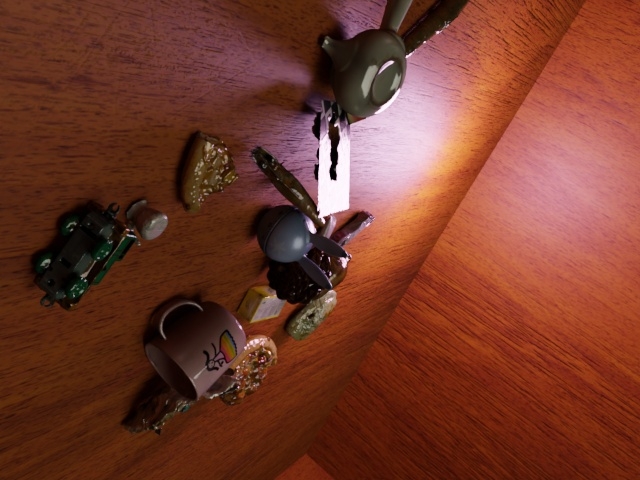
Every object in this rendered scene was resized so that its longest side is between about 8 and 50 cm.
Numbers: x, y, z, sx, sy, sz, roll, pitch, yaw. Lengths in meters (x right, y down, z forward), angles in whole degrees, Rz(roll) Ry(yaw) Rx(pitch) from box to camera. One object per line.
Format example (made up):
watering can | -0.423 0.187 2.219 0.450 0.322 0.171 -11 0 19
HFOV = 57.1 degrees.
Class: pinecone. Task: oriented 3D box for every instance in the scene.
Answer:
pinecone | -0.055 0.095 1.780 0.208 0.208 0.207 -43 157 -24

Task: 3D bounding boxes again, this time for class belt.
belt | 0.114 -0.040 2.124 0.232 0.053 0.071 -39 154 -32

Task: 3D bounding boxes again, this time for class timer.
timer | -0.049 0.001 1.600 0.175 0.256 0.175 24 90 -89

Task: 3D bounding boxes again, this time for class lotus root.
lotus root | 0.007 0.116 2.034 0.260 0.128 0.145 -33 172 -23

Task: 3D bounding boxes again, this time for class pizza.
pizza | -0.268 0.444 2.018 0.277 0.114 0.409 -59 156 0
pizza | -0.229 -0.139 1.245 0.161 0.062 0.182 -18 139 -58

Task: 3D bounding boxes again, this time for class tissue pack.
tissue pack | -0.179 0.197 1.868 0.095 0.062 0.176 -61 157 14

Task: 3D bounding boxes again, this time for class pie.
pie | -0.025 0.292 2.299 0.248 0.090 0.201 -46 161 -9

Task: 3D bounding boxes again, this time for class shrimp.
shrimp | -0.085 -0.143 1.480 0.058 0.169 0.296 -42 124 -1

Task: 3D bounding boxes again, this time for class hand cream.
hand cream | 0.000 0.000 1.960 0.186 0.054 0.087 -59 163 -5

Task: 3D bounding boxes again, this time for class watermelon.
watermelon | 0.114 -0.348 1.566 0.125 0.094 0.135 84 28 -57

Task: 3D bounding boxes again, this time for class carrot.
carrot | 0.311 -0.601 1.651 0.342 0.070 0.070 -46 158 -14

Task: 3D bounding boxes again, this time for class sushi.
sushi | 0.017 -0.213 1.533 0.264 0.050 0.289 -27 119 -68

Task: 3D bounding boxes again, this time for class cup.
cup | -0.326 0.252 1.521 0.200 0.192 0.252 -43 124 -34

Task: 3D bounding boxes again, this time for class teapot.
teapot | -0.347 -0.034 1.157 0.083 0.064 0.064 -51 166 8
teapot | 0.140 -0.443 1.418 0.318 0.149 0.220 -42 148 -23

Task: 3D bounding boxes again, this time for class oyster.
oyster | -0.395 0.438 1.657 0.355 0.107 0.201 -30 -176 -8

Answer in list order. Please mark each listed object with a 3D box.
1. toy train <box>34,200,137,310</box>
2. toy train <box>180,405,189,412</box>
toy train | -0.421 0.029 1.069 0.227 0.091 0.136 -55 169 4
toy train | -0.425 0.514 1.897 0.092 0.029 0.045 -58 166 9
